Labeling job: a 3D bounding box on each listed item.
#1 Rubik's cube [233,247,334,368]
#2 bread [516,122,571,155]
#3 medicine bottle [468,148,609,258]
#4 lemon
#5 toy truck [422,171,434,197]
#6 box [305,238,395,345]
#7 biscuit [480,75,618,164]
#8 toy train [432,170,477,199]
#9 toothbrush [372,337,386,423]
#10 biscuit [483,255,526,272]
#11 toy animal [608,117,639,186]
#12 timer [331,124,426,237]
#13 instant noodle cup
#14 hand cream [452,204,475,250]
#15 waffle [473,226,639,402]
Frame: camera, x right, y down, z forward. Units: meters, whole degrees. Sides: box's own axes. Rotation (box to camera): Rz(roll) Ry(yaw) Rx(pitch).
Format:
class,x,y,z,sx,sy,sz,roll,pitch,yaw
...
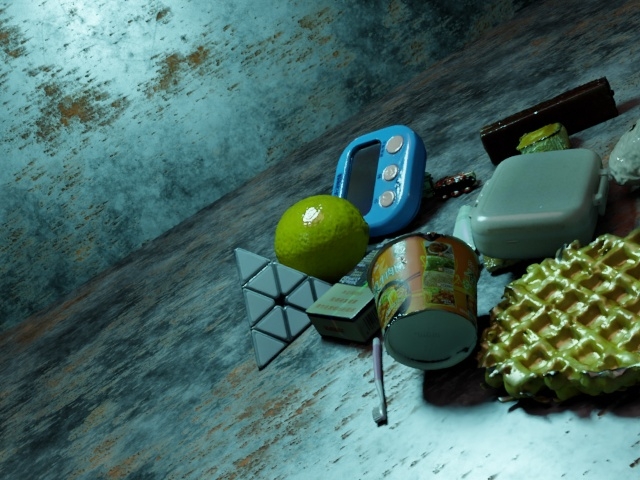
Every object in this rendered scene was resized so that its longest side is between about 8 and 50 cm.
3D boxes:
class,x,y,z,sx,sy,sz,roll,pitch,yaw
Rubik's cube,-0.123,0.171,1.913,0.228,0.229,0.233,32,14,29
bread,0.624,-0.272,2.050,0.140,0.069,0.128,-24,18,27
medicine bottle,0.489,-0.086,1.635,0.282,0.123,0.375,-5,25,29
lemon,0.000,-0.001,2.013,0.267,0.267,0.267,-27,19,10
toy truck,0.283,-0.154,2.257,0.154,0.080,0.078,-20,0,28
box,0.136,0.115,1.756,0.310,0.084,0.198,-40,21,-27
biscuit,0.657,-0.343,2.123,0.388,0.107,0.073,-22,21,22
toy train,0.396,-0.165,2.148,0.138,0.050,0.087,-18,19,32
toothbrush,0.114,0.275,1.475,0.025,0.020,0.286,-32,18,15
biscuit,0.434,0.000,1.697,0.131,0.025,0.231,-22,21,18
toy animal,0.775,-0.222,1.509,0.226,0.188,0.358,-46,24,-26
timer,0.172,-0.169,2.197,0.309,0.115,0.340,-11,61,43
instant noodle cup,0.203,0.125,1.412,0.230,0.230,0.182,-22,37,22
hand cream,0.358,-0.019,1.831,0.078,0.050,0.205,-20,25,27
waffle,0.449,0.127,1.248,0.379,0.095,0.382,-15,27,40
